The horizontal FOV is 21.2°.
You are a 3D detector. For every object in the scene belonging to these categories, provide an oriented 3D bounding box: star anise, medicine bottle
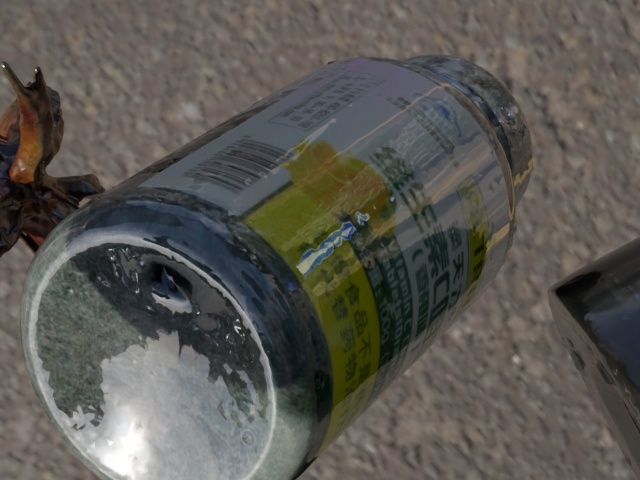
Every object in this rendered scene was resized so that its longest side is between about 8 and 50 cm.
[{"bbox_3d":[-0.150,-0.042,0.961,0.144,0.140,0.158,-33,71,40],"label":"star anise"},{"bbox_3d":[0.000,0.000,0.786,0.141,0.141,0.293,2,22,28],"label":"medicine bottle"}]

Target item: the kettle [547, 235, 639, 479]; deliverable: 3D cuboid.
[{"bbox_3d":[0.294,0.072,0.799,0.290,0.207,0.268,-29,87,0],"label":"kettle"}]
